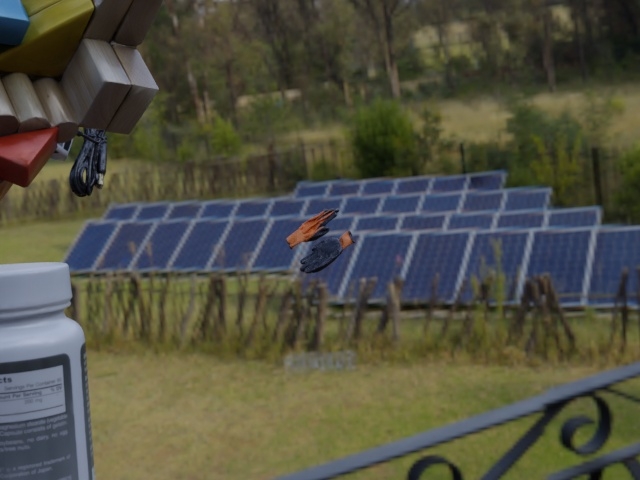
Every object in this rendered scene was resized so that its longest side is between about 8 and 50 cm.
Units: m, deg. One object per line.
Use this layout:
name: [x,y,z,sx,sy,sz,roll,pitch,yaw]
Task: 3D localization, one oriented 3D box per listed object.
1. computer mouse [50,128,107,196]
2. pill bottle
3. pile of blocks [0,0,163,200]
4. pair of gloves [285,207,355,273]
computer mouse: [-0.256,-0.112,0.950,0.042,0.106,0.193,0,-14,18]
pill bottle: [-0.333,0.170,1.108,0.161,0.283,0.161,-3,4,0]
pile of blocks: [-0.255,-0.061,0.631,0.362,0.113,0.149,-31,-29,0]
pair of gloves: [0.000,0.000,1.202,0.074,0.010,0.083,-36,42,7]
